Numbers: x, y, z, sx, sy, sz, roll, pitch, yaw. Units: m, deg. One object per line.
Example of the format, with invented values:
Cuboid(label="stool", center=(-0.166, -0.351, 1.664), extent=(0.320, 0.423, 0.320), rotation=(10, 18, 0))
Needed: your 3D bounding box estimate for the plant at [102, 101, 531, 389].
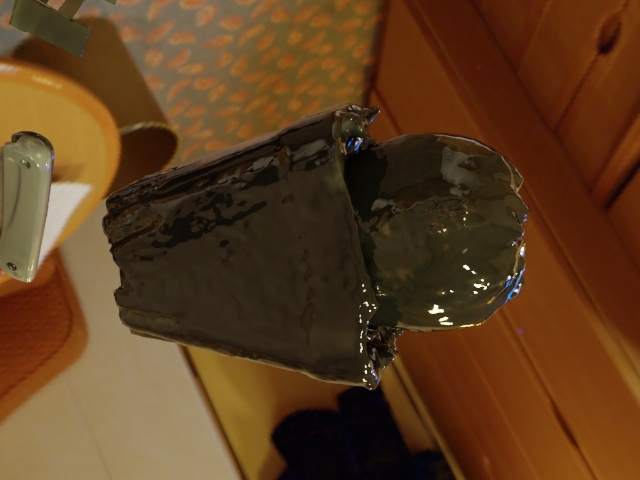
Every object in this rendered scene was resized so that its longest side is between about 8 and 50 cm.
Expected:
Cuboid(label="plant", center=(0.000, 0.000, 0.640), extent=(0.256, 0.164, 0.142), rotation=(-3, -171, 13))

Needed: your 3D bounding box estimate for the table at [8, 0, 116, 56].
Cuboid(label="table", center=(-0.376, -0.347, 1.415), extent=(0.175, 0.146, 0.062), rotation=(26, 132, -10))

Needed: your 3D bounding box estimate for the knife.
Cuboid(label="knife", center=(-0.390, -0.041, 1.350), extent=(0.073, 0.040, 0.265), rotation=(20, 138, -1))
